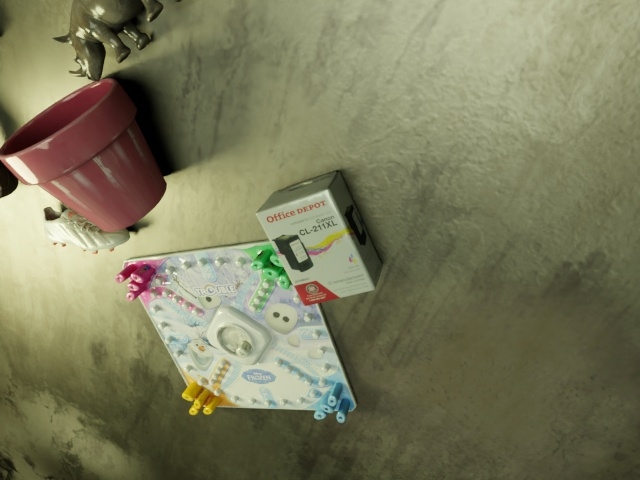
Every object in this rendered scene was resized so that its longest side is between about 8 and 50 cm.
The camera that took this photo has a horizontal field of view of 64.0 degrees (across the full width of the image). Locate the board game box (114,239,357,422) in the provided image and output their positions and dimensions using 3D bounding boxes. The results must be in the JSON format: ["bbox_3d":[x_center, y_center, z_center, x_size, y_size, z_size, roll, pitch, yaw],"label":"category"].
[{"bbox_3d":[-0.165,0.194,0.988,0.390,0.050,0.389,-7,117,26],"label":"board game box"}]

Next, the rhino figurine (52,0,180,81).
[{"bbox_3d":[-0.296,-0.309,0.718,0.243,0.073,0.106,-31,107,35],"label":"rhino figurine"}]

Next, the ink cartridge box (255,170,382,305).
[{"bbox_3d":[0.000,0.000,0.783,0.128,0.072,0.175,-17,113,25],"label":"ink cartridge box"}]

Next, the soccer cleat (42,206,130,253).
[{"bbox_3d":[-0.446,-0.023,0.960,0.197,0.068,0.076,5,119,22],"label":"soccer cleat"}]

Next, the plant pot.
[{"bbox_3d":[-0.344,-0.120,0.793,0.202,0.201,0.180,-10,131,27],"label":"plant pot"}]

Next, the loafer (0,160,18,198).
[{"bbox_3d":[-0.638,-0.157,0.911,0.080,0.078,0.220,-40,126,1],"label":"loafer"}]
